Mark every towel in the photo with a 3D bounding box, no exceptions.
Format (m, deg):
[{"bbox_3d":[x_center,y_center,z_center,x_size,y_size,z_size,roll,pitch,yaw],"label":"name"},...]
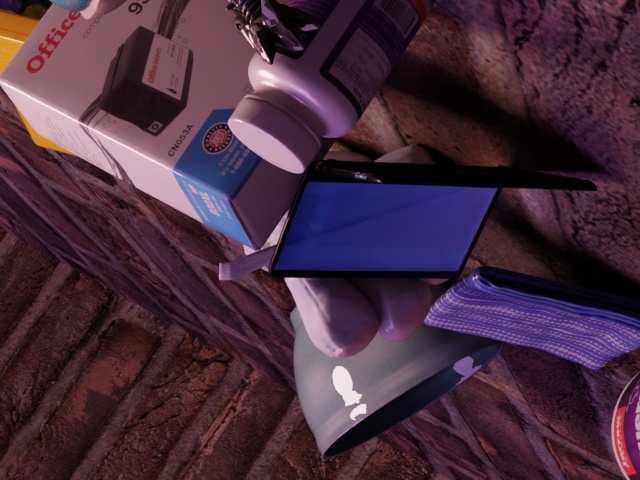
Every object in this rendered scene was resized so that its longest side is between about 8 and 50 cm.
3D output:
[{"bbox_3d":[0.263,0.099,1.906,0.243,0.040,0.336,14,167,-3],"label":"towel"}]

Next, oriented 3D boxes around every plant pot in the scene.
[{"bbox_3d":[0.078,0.141,2.219,0.196,0.293,0.293,57,172,13],"label":"plant pot"}]

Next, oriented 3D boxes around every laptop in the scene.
[{"bbox_3d":[0.104,-0.009,1.608,0.234,0.136,0.264,0,-173,-24],"label":"laptop"}]

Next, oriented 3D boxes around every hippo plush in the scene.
[{"bbox_3d":[0.000,0.000,1.853,0.294,0.234,0.236,-6,-169,-16],"label":"hippo plush"}]

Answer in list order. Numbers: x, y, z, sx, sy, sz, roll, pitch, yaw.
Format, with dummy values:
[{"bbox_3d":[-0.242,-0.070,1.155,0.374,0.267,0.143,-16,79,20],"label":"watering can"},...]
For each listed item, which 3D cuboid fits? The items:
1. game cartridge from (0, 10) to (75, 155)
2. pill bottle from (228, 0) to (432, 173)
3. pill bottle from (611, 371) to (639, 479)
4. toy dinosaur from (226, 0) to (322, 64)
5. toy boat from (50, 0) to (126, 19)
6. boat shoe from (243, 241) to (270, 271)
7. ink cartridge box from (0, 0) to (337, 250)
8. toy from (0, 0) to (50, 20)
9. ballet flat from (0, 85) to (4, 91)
[{"bbox_3d":[-0.295,-0.185,2.164,0.285,0.052,0.323,15,161,12],"label":"game cartridge"},{"bbox_3d":[0.005,-0.158,1.403,0.108,0.193,0.108,32,167,8],"label":"pill bottle"},{"bbox_3d":[0.426,0.204,1.747,0.181,0.181,0.323,33,167,2],"label":"pill bottle"},{"bbox_3d":[-0.047,-0.285,1.281,0.218,0.164,0.322,57,175,-27],"label":"toy dinosaur"},{"bbox_3d":[-0.240,-0.326,1.348,0.318,0.148,0.267,-139,40,-59],"label":"toy boat"},{"bbox_3d":[-0.050,-0.024,2.219,0.094,0.109,0.302,26,163,20],"label":"boat shoe"},{"bbox_3d":[-0.140,-0.164,1.658,0.307,0.223,0.129,27,165,24],"label":"ink cartridge box"},{"bbox_3d":[-0.378,-0.283,2.167,0.237,0.056,0.137,32,164,-18],"label":"toy"},{"bbox_3d":[-0.417,-0.206,2.514,0.203,0.074,0.074,40,165,-18],"label":"ballet flat"}]
